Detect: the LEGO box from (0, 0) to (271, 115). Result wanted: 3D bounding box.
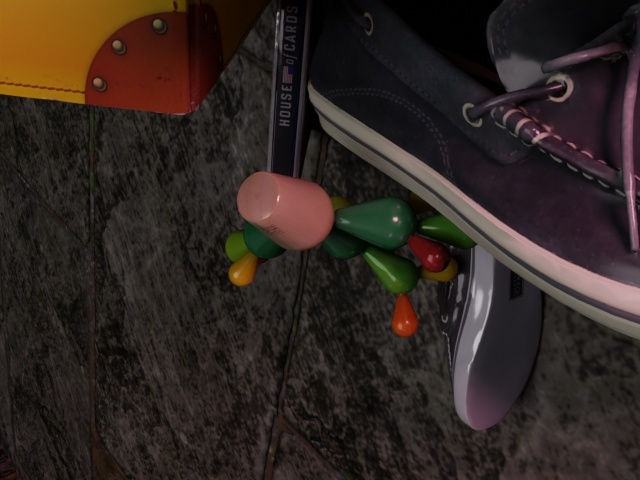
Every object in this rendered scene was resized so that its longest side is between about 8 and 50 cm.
[{"bbox_3d":[-0.119,-0.379,0.465,0.193,0.372,0.500,7,121,4],"label":"LEGO box"}]

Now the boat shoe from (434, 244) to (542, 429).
[{"bbox_3d":[0.127,0.040,0.647,0.076,0.080,0.228,27,124,53],"label":"boat shoe"}]

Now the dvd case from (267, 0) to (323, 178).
[{"bbox_3d":[-0.017,-0.180,0.690,0.179,0.029,0.239,-81,-3,-62],"label":"dvd case"}]

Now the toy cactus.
[{"bbox_3d":[0.000,0.000,0.579,0.219,0.180,0.112,7,82,32],"label":"toy cactus"}]

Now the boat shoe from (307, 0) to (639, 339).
[{"bbox_3d":[0.161,-0.081,0.470,0.500,0.187,0.156,38,137,45],"label":"boat shoe"}]
